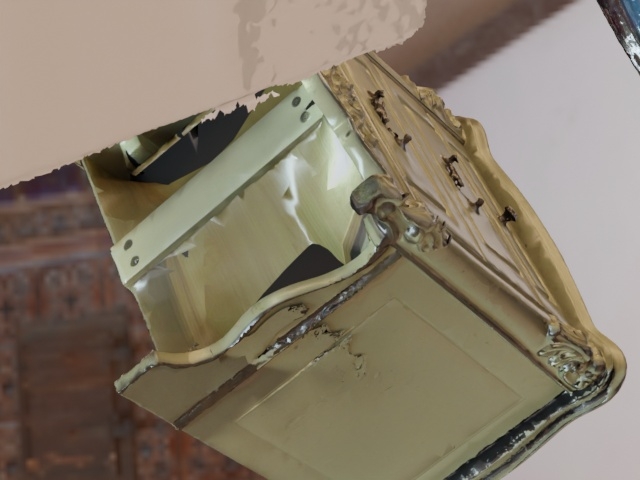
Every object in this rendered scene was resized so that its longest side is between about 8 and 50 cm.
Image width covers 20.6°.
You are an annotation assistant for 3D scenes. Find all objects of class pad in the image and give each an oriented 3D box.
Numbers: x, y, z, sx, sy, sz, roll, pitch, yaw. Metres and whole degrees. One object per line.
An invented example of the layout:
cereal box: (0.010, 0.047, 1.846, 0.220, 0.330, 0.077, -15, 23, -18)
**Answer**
pad: (-0.030, -0.126, 0.384, 0.156, 0.232, 0.004, -23, -141, -32)

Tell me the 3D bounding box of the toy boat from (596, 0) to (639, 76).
toy boat: (0.141, -0.074, 0.615, 0.061, 0.137, 0.060, -35, 162, 26)

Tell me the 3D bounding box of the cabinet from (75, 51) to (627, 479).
cabinet: (0.000, 0.000, 1.209, 0.227, 0.290, 0.318, -38, 139, 13)
